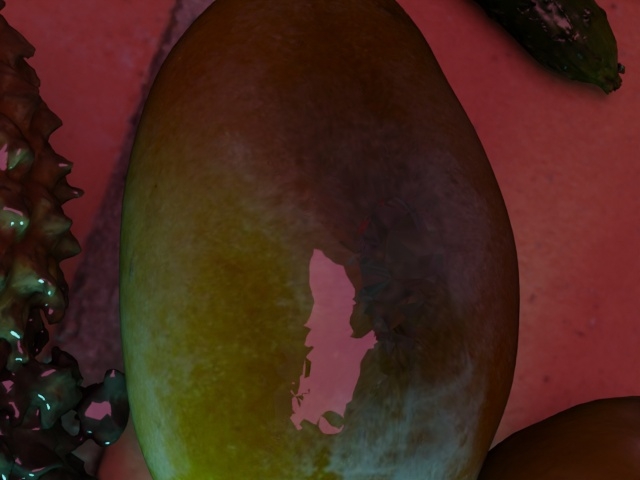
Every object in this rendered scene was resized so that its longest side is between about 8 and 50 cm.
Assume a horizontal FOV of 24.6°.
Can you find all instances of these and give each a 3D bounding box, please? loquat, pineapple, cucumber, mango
[{"bbox_3d":[0.139,0.169,0.801,0.152,0.152,0.195,41,75,3],"label":"loquat"},{"bbox_3d":[-0.212,0.046,0.769,0.223,0.223,0.357,-22,96,-12],"label":"pineapple"},{"bbox_3d":[0.113,-0.180,0.929,0.069,0.069,0.227,-43,89,-15],"label":"cucumber"},{"bbox_3d":[0.000,0.000,0.805,0.221,0.199,0.384,10,60,-14],"label":"mango"}]
